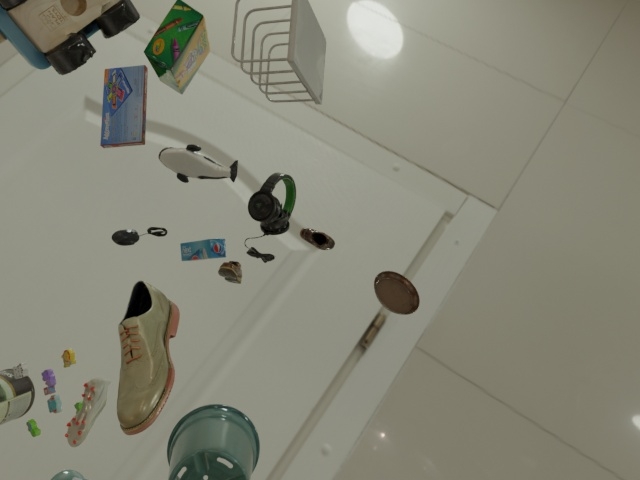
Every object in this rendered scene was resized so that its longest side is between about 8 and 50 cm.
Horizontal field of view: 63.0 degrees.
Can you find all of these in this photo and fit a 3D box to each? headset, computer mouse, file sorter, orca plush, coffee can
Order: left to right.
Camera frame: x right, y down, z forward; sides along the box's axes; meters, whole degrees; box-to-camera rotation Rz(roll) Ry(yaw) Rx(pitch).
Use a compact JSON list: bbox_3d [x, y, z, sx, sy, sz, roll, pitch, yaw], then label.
[{"bbox_3d":[-1.249,0.608,1.957,0.201,0.201,0.275,36,0,5],"label":"coffee can"},{"bbox_3d":[-0.746,-0.028,2.168,0.071,0.242,0.041,50,-50,23],"label":"computer mouse"},{"bbox_3d":[-0.454,-0.301,1.954,0.102,0.287,0.151,-114,-154,-56],"label":"orca plush"},{"bbox_3d":[-0.194,-0.098,2.210,0.185,0.394,0.243,18,-22,25],"label":"headset"},{"bbox_3d":[-0.102,-0.497,1.368,0.173,0.193,0.277,2,-6,13],"label":"file sorter"}]

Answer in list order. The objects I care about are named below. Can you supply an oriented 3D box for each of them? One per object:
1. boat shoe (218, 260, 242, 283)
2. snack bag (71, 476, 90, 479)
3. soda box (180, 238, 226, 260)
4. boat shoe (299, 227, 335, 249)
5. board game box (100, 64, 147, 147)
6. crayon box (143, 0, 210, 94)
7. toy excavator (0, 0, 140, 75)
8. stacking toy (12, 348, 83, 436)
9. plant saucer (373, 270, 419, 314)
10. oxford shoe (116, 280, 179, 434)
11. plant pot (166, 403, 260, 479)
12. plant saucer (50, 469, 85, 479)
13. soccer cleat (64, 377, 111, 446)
[{"bbox_3d":[-0.291,0.094,1.703,0.064,0.060,0.178,9,-16,4],"label":"boat shoe"},{"bbox_3d":[-0.780,1.013,1.896,0.323,0.037,0.342,13,23,-13],"label":"snack bag"},{"bbox_3d":[-0.443,0.036,1.962,0.067,0.071,0.210,-1,-4,-45],"label":"soda box"},{"bbox_3d":[0.000,0.000,2.269,0.073,0.073,0.207,13,-4,42],"label":"boat shoe"},{"bbox_3d":[-0.653,-0.448,1.741,0.145,0.281,0.027,-3,-14,4],"label":"board game box"},{"bbox_3d":[-0.387,-0.523,1.441,0.081,0.165,0.278,32,-2,-8],"label":"crayon box"},{"bbox_3d":[-0.723,-0.535,1.287,0.445,0.433,0.222,25,-25,48],"label":"toy excavator"},{"bbox_3d":[-0.785,0.443,1.532,0.052,0.167,0.221,-23,-100,29],"label":"stacking toy"},{"bbox_3d":[0.242,0.174,1.690,0.168,0.168,0.029,36,-47,5],"label":"plant saucer"},{"bbox_3d":[-0.440,0.267,1.251,0.397,0.140,0.146,-104,169,-50],"label":"oxford shoe"},{"bbox_3d":[-0.372,0.778,1.783,0.341,0.341,0.334,40,-6,-6],"label":"plant pot"},{"bbox_3d":[-1.011,1.024,2.096,0.037,0.195,0.195,-21,-56,28],"label":"plant saucer"},{"bbox_3d":[-0.623,0.465,1.413,0.068,0.196,0.076,22,2,26],"label":"soccer cleat"}]
